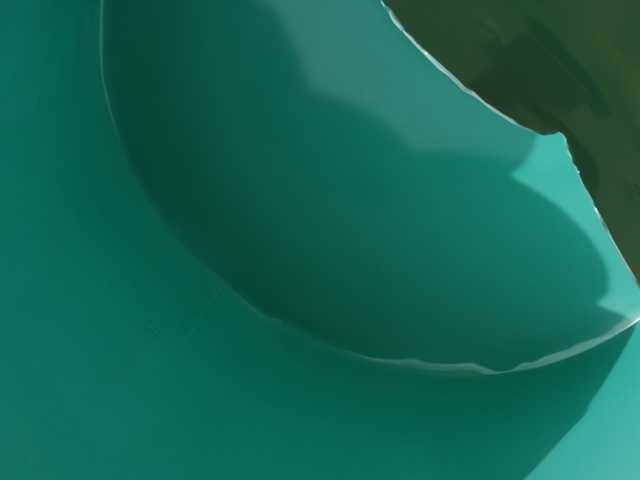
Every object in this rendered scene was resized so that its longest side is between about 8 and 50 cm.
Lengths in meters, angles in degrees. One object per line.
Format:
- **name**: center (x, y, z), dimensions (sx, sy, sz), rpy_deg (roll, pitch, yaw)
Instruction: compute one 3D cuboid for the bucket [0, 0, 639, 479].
- **bucket**: center (0.000, 0.000, 0.613), dimensions (0.281, 0.281, 0.183), rpy_deg (43, -143, -8)
